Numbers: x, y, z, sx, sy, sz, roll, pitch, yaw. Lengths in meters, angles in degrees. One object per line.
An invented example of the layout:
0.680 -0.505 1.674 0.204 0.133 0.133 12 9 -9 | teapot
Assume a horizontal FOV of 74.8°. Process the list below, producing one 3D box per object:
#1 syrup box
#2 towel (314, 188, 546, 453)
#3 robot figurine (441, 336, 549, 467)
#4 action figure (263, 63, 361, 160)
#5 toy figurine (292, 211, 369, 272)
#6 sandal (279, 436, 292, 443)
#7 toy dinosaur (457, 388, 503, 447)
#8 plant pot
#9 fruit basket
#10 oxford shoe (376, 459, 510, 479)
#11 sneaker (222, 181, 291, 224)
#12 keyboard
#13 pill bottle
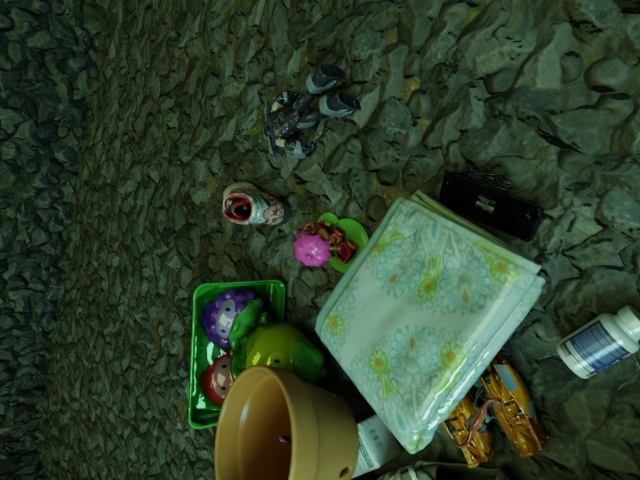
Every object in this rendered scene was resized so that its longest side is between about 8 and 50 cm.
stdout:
0.056 0.485 0.948 0.237 0.096 0.093 -43 62 32 | syrup box
0.165 0.119 0.759 0.374 0.090 0.320 -59 38 11 | towel
0.269 0.243 0.766 0.211 0.085 0.291 -37 68 34 | robot figurine
-0.047 -0.301 1.019 0.285 0.099 0.185 -19 86 43 | action figure
0.000 0.000 0.940 0.173 0.159 0.130 49 120 29 | toy figurine
-0.101 0.552 1.120 0.067 0.040 0.179 -44 64 33 | sandal
0.264 0.289 0.677 0.047 0.090 0.082 22 138 21 | toy dinosaur
-0.060 0.414 0.859 0.291 0.203 0.290 -26 55 44 | plant pot
-0.179 0.285 1.055 0.392 0.283 0.392 -1 89 58 | fruit basket
0.171 0.497 0.809 0.449 0.169 0.130 -19 82 32 | oxford shoe
-0.218 -0.107 1.132 0.270 0.145 0.090 23 106 38 | sneaker
0.312 -0.080 0.764 0.192 0.038 0.100 32 134 34 | keyboard
0.431 0.152 0.637 0.120 0.067 0.067 -49 61 30 | pill bottle
